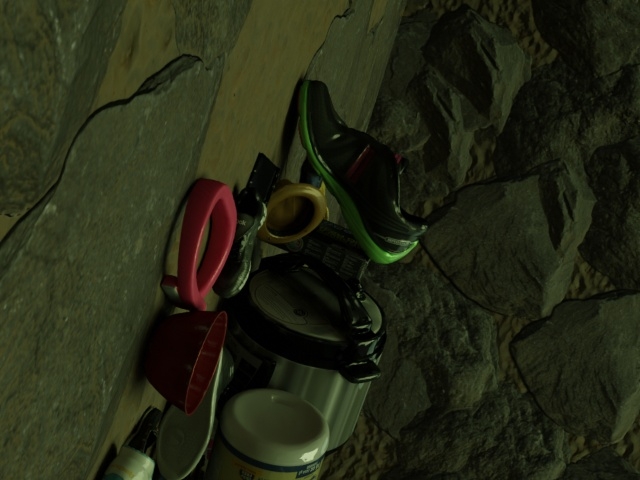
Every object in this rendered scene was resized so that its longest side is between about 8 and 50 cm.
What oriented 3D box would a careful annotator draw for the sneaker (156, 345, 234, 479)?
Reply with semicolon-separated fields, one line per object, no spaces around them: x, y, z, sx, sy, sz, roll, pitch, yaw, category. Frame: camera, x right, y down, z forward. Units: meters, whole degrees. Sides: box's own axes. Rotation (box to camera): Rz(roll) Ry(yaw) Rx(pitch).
-0.240;0.331;1.717;0.147;0.105;0.295;49;55;-77;sneaker

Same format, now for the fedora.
-0.080;-0.078;1.971;0.194;0.194;0.079;100;-28;-48;fedora

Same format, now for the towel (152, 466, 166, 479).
-0.338;0.513;1.722;0.067;0.029;0.119;99;11;-53;towel

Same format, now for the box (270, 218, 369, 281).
0.000;0.000;2.156;0.216;0.270;0.060;-49;161;-74;box

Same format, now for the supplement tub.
-0.125;0.491;1.772;0.228;0.228;0.316;-58;164;-67;supplement tub

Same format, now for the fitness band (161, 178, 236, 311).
-0.199;0.013;1.464;0.291;0.054;0.209;92;17;-72;fitness band

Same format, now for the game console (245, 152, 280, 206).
-0.140;-0.111;1.828;0.107;0.071;0.122;-15;-128;61;game console

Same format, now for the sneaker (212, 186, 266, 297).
-0.162;-0.006;1.646;0.106;0.078;0.234;90;14;-60;sneaker

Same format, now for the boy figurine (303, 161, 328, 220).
-0.016;-0.131;2.506;0.285;0.092;0.177;95;11;-50;boy figurine

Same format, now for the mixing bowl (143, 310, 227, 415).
-0.234;0.191;1.434;0.181;0.098;0.181;17;90;-83;mixing bowl

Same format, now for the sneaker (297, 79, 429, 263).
0.100;-0.182;2.047;0.202;0.482;0.185;-29;-166;10;sneaker

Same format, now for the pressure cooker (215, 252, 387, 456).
-0.046;0.244;1.989;0.375;0.370;0.420;-68;176;-66;pressure cooker

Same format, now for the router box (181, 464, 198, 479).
-0.306;0.508;1.901;0.133;0.046;0.178;-62;168;-64;router box

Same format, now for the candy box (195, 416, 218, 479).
-0.258;0.549;2.026;0.233;0.071;0.159;-101;-158;-60;candy box

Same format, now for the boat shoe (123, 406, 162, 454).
-0.304;0.341;1.499;0.133;0.042;0.048;-64;167;-62;boat shoe

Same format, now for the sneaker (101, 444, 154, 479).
-0.324;0.433;1.431;0.228;0.087;0.092;91;24;-47;sneaker
